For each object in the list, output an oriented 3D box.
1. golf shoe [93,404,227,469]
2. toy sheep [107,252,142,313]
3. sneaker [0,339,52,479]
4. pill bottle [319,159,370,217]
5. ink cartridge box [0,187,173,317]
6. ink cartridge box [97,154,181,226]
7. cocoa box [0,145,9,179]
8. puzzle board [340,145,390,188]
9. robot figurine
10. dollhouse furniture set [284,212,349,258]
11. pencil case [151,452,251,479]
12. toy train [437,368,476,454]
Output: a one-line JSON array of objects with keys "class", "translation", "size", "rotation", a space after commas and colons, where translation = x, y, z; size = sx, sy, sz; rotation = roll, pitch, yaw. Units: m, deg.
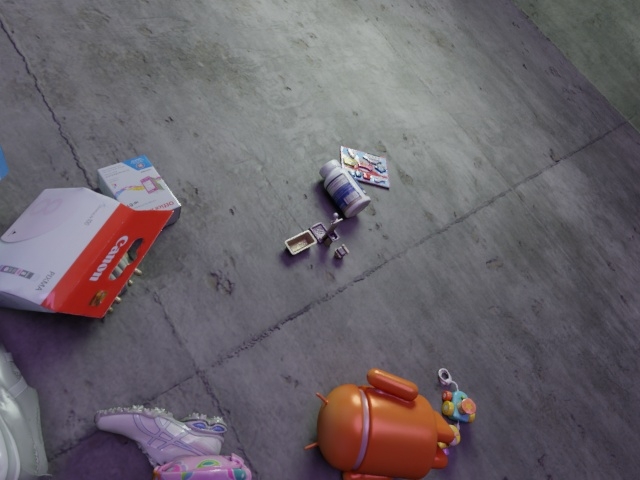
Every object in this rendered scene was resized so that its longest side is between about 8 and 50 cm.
[{"class": "golf shoe", "translation": [-0.218, 0.271, 0.570], "size": [0.176, 0.069, 0.086], "rotation": [16, 62, -15]}, {"class": "toy sheep", "translation": [-0.328, 0.057, 0.632], "size": [0.091, 0.091, 0.132], "rotation": [26, 35, -10]}, {"class": "sneaker", "translation": [-0.411, 0.192, 0.512], "size": [0.105, 0.115, 0.281], "rotation": [-34, 61, -9]}, {"class": "pill bottle", "translation": [0.050, -0.114, 0.926], "size": [0.067, 0.067, 0.120], "rotation": [-26, 75, -35]}, {"class": "ink cartridge box", "translation": [-0.349, 0.006, 0.589], "size": [0.066, 0.232, 0.189], "rotation": [61, 37, -42]}, {"class": "ink cartridge box", "translation": [-0.314, -0.077, 0.739], "size": [0.088, 0.052, 0.122], "rotation": [-31, 79, -36]}, {"class": "cocoa box", "translation": [-0.567, -0.141, 0.417], "size": [0.347, 0.231, 0.228], "rotation": [27, 53, -10]}, {"class": "puzzle board", "translation": [0.109, -0.179, 1.029], "size": [0.128, 0.011, 0.096], "rotation": [11, 57, -20]}, {"class": "robot figurine", "translation": [0.090, 0.291, 0.657], "size": [0.219, 0.158, 0.128], "rotation": [12, 43, -10]}, {"class": "dollhouse furniture set", "translation": [0.000, 0.000, 0.824], "size": [0.114, 0.081, 0.091], "rotation": [-27, 75, -35]}, {"class": "pencil case", "translation": [-0.137, 0.397, 0.473], "size": [0.124, 0.124, 0.284], "rotation": [5, 67, -23]}, {"class": "toy train", "translation": [0.216, 0.306, 0.766], "size": [0.166, 0.046, 0.125], "rotation": [-28, 76, -35]}]
